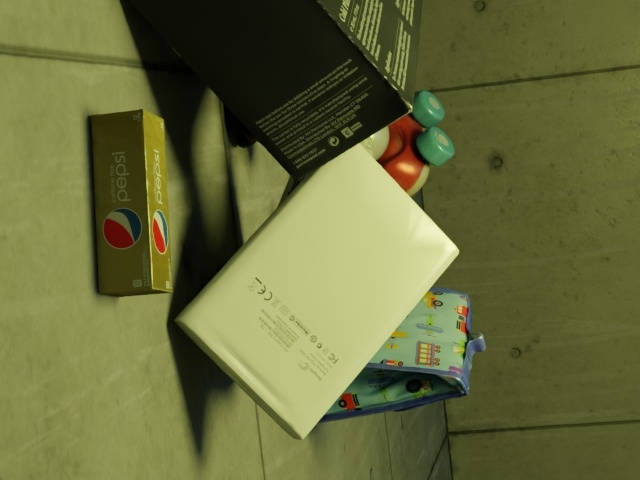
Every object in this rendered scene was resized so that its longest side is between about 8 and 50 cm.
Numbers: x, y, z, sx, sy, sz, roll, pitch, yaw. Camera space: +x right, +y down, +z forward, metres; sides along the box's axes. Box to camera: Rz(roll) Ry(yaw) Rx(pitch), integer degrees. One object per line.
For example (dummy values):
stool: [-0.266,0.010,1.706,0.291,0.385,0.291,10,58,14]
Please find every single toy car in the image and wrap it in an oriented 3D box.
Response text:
toy car: [0.094,-0.204,2.457,0.238,0.219,0.210,30,36,-34]

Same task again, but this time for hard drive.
hard drive: [0.002,0.053,1.509,0.203,0.307,0.040,46,-21,-11]

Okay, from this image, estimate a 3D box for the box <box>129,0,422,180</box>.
box: [-0.041,-0.307,1.529,0.312,0.179,0.343,48,29,-24]

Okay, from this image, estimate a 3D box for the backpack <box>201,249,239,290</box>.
backpack: [-0.044,0.089,1.592,0.173,0.117,0.158,48,6,12]

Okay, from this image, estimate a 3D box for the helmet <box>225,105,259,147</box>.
helmet: [-0.039,-0.188,1.778,0.161,0.169,0.169,-2,86,-58]

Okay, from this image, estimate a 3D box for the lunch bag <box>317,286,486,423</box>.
lunch bag: [0.116,0.164,2.037,0.221,0.293,0.138,-77,157,-56]

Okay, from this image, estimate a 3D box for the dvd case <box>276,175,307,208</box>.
dvd case: [0.000,0.000,1.679,0.029,0.179,0.239,4,116,-44]

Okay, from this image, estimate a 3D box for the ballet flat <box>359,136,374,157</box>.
ballet flat: [0.012,-0.175,2.181,0.409,0.147,0.147,-80,161,-61]

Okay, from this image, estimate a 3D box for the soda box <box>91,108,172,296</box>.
soda box: [-0.188,-0.036,1.273,0.061,0.058,0.181,24,60,-76]
